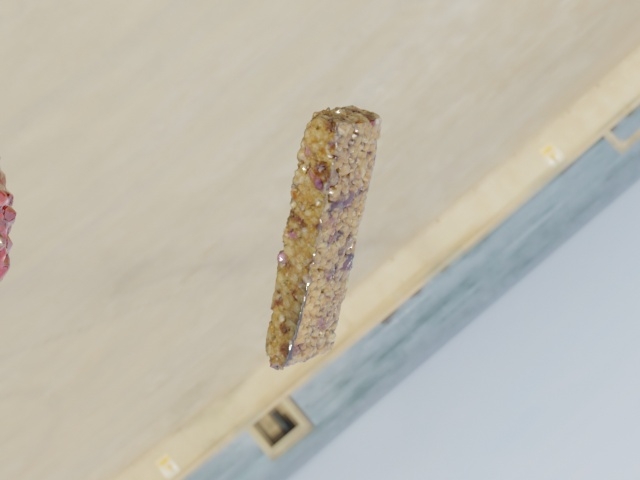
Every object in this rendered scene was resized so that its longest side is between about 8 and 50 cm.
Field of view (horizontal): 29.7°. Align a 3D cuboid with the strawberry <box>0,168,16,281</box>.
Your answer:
[{"bbox_3d":[-0.260,-0.003,0.674,0.174,0.098,0.228,-17,-154,-18],"label":"strawberry"}]

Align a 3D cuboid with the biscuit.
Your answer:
[{"bbox_3d":[0.000,0.000,0.862,0.064,0.034,0.199,-19,129,-51],"label":"biscuit"}]
